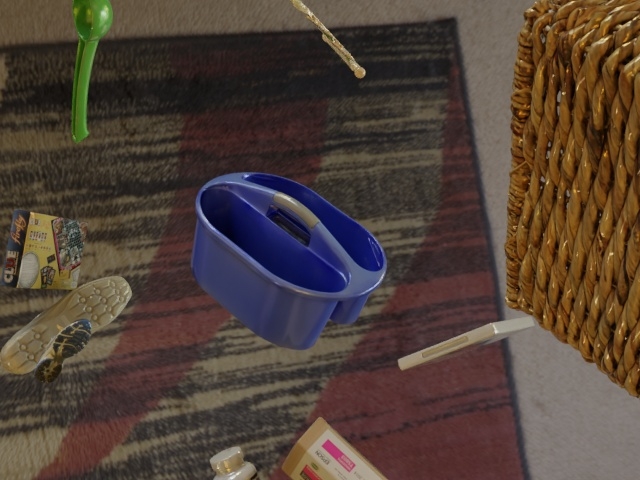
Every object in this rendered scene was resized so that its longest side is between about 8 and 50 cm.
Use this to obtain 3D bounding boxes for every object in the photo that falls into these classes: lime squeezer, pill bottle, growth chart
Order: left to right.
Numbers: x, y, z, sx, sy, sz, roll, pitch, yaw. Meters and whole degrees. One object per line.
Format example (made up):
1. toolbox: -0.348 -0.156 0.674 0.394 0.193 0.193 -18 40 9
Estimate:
1. lime squeezer: -0.278 -0.245 0.838 0.110 0.059 0.310 -26 137 -1
2. pill bottle: -0.179 0.561 1.868 0.103 0.103 0.184 -23 95 -18
3. growth chart: -0.027 -0.340 1.222 0.021 0.172 0.237 -42 123 10

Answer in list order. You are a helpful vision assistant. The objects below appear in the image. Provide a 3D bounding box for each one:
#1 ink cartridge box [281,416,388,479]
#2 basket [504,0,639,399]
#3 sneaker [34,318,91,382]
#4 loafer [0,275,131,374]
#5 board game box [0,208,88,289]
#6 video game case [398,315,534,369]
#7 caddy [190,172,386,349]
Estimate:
1. ink cartridge box: 0.036 0.538 1.894 0.235 0.193 0.088 41 56 14
2. basket: 0.289 -0.042 0.629 0.213 0.223 0.299 -21 125 -19
3. sneaker: -0.452 0.181 1.459 0.135 0.058 0.052 -46 120 6
4. loafer: -0.565 0.181 1.852 0.319 0.111 0.112 -34 101 -32
5. board game box: -0.605 0.025 1.851 0.042 0.243 0.165 9 87 14
6. video game case: 0.199 0.138 1.132 0.157 0.143 0.019 3 64 -58
7. caddy: -0.056 0.012 1.361 0.341 0.179 0.241 37 39 25
